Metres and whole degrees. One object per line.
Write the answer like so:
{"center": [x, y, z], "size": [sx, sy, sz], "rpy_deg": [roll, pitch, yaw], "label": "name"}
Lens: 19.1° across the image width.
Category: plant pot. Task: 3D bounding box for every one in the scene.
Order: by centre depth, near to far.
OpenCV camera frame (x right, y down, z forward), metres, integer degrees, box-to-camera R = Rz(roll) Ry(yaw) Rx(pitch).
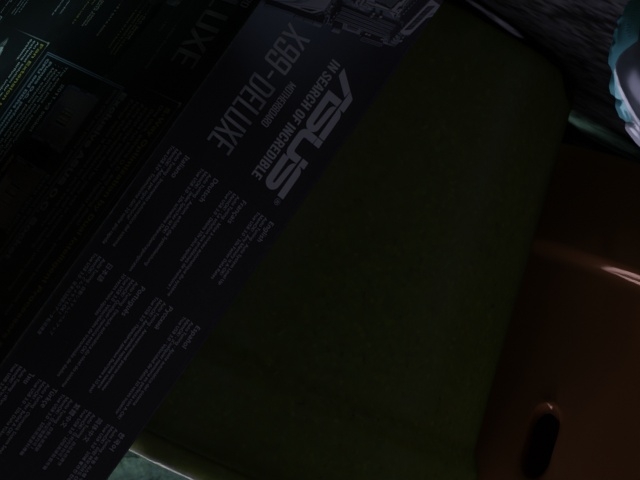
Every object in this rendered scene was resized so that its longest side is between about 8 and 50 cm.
{"center": [0.000, 0.000, 0.975], "size": [0.276, 0.254, 0.276], "rpy_deg": [23, 177, 1], "label": "plant pot"}
{"center": [0.164, 0.096, 1.133], "size": [0.290, 0.203, 0.291], "rpy_deg": [23, 167, 6], "label": "plant pot"}

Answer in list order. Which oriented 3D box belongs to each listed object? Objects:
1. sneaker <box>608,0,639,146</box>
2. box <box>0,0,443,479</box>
{"center": [0.172, -0.040, 0.649], "size": [0.166, 0.065, 0.076], "rpy_deg": [27, 164, -28], "label": "sneaker"}
{"center": [-0.102, -0.040, 0.856], "size": [0.076, 0.307, 0.242], "rpy_deg": [38, 174, -32], "label": "box"}
